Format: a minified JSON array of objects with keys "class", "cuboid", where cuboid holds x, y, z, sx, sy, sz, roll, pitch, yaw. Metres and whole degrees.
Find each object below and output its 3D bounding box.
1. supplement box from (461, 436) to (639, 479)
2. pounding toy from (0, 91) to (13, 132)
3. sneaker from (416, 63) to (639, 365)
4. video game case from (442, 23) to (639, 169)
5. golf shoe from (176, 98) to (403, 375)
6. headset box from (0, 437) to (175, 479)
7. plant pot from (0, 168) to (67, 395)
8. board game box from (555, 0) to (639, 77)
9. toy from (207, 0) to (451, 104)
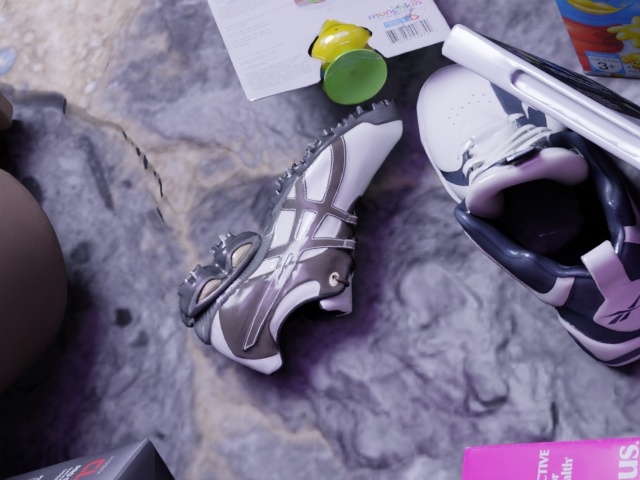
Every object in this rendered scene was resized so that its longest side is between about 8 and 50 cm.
[{"class":"supplement box","cuboid":[0.184,0.163,0.697,0.220,0.114,0.111,-12,62,40]},{"class":"pounding toy","cuboid":[-0.356,-0.109,1.049,0.269,0.154,0.155,-6,66,19]},{"class":"sneaker","cuboid":[0.117,-0.044,0.825,0.094,0.153,0.235,-30,60,7]},{"class":"video game case","cuboid":[0.177,-0.058,0.787,0.173,0.190,0.022,36,106,29]},{"class":"golf shoe","cuboid":[0.000,0.000,0.913,0.094,0.077,0.198,41,85,9]},{"class":"headset box","cuboid":[-0.199,0.231,0.759,0.293,0.110,0.218,-19,18,31]},{"class":"plant pot","cuboid":[-0.290,0.041,0.890,0.263,0.229,0.263,11,112,30]},{"class":"board game box","cuboid":[0.201,-0.214,0.794,0.144,0.275,0.142,7,70,25]},{"class":"toy","cuboid":[-0.007,-0.167,0.976,0.137,0.056,0.237,-18,40,-4]}]
